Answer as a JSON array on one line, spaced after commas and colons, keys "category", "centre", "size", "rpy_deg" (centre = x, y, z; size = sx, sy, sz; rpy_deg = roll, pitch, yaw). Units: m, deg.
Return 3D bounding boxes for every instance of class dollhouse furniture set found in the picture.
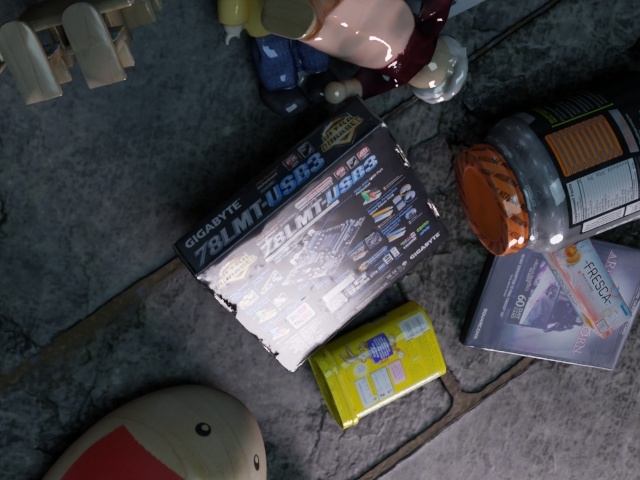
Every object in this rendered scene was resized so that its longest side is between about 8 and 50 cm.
[{"category": "dollhouse furniture set", "centre": [-0.318, -0.263, 1.390], "size": [0.242, 0.212, 0.161], "rpy_deg": [-12, 119, 13]}]

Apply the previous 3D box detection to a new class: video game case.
[{"category": "video game case", "centre": [0.354, 0.083, 1.887], "size": [0.274, 0.026, 0.196], "rpy_deg": [11, 106, -24]}]

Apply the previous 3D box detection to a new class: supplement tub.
[{"category": "supplement tub", "centre": [0.354, -0.103, 1.717], "size": [0.316, 0.193, 0.193], "rpy_deg": [-20, 116, -12]}]

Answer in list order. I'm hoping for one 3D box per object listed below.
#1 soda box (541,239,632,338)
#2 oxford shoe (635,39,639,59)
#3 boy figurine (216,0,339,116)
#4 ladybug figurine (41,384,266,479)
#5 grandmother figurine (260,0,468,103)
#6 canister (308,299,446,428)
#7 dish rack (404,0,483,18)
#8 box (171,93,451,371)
[{"category": "soda box", "centre": [0.376, 0.053, 1.832], "size": [0.058, 0.063, 0.183], "rpy_deg": [-37, 119, -5]}, {"category": "oxford shoe", "centre": [0.508, -0.335, 1.750], "size": [0.096, 0.083, 0.227], "rpy_deg": [23, 100, -23]}, {"category": "boy figurine", "centre": [-0.041, -0.299, 1.527], "size": [0.177, 0.092, 0.285], "rpy_deg": [-20, 128, -13]}, {"category": "ladybug figurine", "centre": [-0.238, 0.404, 1.704], "size": [0.305, 0.162, 0.449], "rpy_deg": [32, 97, -28]}, {"category": "grandmother figurine", "centre": [0.082, -0.250, 1.545], "size": [0.208, 0.104, 0.342], "rpy_deg": [-40, 151, 18]}, {"category": "canister", "centre": [0.080, 0.171, 1.788], "size": [0.170, 0.073, 0.126], "rpy_deg": [-26, 117, -12]}, {"category": "dish rack", "centre": [0.097, -0.400, 1.487], "size": [0.333, 0.285, 0.072], "rpy_deg": [28, 63, -28]}, {"category": "box", "centre": [0.000, 0.000, 1.628], "size": [0.295, 0.073, 0.293], "rpy_deg": [-41, 143, -1]}]
